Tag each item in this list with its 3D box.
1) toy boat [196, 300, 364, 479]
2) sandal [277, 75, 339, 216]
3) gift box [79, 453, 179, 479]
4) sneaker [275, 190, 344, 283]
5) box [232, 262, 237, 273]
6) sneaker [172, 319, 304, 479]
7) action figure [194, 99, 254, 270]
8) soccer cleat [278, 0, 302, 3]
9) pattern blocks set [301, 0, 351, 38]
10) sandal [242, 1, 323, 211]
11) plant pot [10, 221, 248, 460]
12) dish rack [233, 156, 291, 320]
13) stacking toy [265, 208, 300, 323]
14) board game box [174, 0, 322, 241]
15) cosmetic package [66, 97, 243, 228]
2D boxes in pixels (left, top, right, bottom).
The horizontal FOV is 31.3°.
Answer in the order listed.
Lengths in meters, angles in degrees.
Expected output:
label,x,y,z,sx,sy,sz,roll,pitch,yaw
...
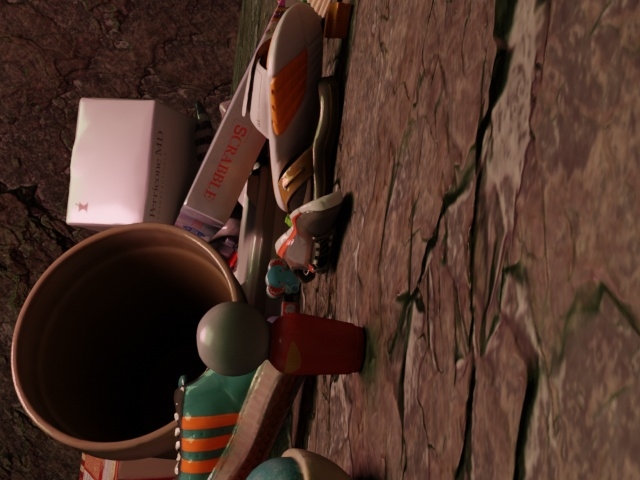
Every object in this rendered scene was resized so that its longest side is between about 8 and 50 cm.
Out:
label,x,y,z,sx,sy,sz,roll,pitch,yaw
toy boat,-0.042,0.210,0.980,0.267,0.148,0.318,117,158,-67
sandal,-0.018,-0.083,1.320,0.090,0.060,0.219,-118,35,-75
gift box,-0.280,0.446,2.079,0.276,0.258,0.255,22,104,61
sneaker,0.000,0.000,1.222,0.065,0.061,0.158,63,158,14
box,-0.215,0.162,2.152,0.127,0.148,0.232,107,165,-48
sneaker,-0.123,0.221,1.346,0.302,0.121,0.108,-63,-20,14
action figure,-0.187,-0.071,2.081,0.341,0.178,0.330,146,139,-78
soccer cleat,-0.034,-0.377,1.665,0.068,0.076,0.196,-43,44,18
pattern blocks set,0.006,-0.370,1.349,0.325,0.026,0.285,111,155,-58
sandal,-0.055,-0.156,1.363,0.102,0.076,0.265,-38,-41,-46
plant pot,-0.223,0.179,1.597,0.280,0.323,0.323,61,-154,-59
dish rack,-0.096,0.003,1.754,0.333,0.072,0.286,-169,85,-82
stacking toy,-0.054,0.086,1.469,0.167,0.052,0.221,118,158,-67
board game box,-0.111,-0.163,1.641,0.319,0.065,0.318,-66,7,-8
cosmetic package,-0.288,-0.110,2.172,0.453,0.161,0.230,17,-103,-69
